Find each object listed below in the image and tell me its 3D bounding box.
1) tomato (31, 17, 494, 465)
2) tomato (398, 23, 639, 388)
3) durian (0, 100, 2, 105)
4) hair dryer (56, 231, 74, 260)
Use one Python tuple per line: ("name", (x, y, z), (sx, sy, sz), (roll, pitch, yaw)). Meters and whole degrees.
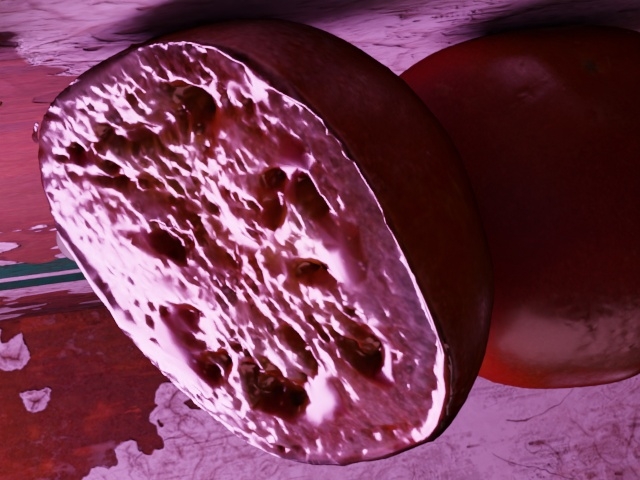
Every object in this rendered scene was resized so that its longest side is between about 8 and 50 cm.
("tomato", (-0.015, -0.015, 1.142), (0.143, 0.338, 0.338), (-41, -165, -34))
("tomato", (0.166, -0.037, 1.276), (0.298, 0.298, 0.226), (-7, 134, -26))
("durian", (-0.290, -0.062, 1.034), (0.132, 0.165, 0.182), (-52, -174, 18))
("hair dryer", (-0.154, -0.039, 1.759), (0.199, 0.067, 0.167), (-18, 174, -25))
